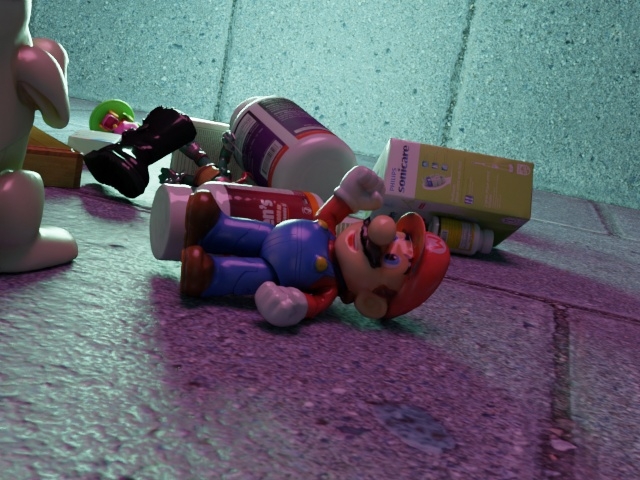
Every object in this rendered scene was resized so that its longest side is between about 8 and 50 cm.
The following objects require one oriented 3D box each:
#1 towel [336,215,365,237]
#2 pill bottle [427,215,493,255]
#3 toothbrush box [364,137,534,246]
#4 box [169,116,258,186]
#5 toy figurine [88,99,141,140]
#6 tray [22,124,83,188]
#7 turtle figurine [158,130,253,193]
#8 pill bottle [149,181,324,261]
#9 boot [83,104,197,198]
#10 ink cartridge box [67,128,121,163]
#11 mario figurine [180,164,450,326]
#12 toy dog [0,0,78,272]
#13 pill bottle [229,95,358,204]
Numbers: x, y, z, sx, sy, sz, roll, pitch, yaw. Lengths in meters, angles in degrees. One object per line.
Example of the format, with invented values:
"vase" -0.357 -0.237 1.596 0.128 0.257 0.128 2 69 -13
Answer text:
"towel" -0.015 -0.012 1.398 0.248 0.038 0.325 10 11 -5
"pill bottle" 0.262 -0.006 1.545 0.116 0.065 0.065 10 11 -4
"toothbrush box" 0.245 -0.088 1.609 0.283 0.122 0.206 11 -17 -5
"box" -0.184 -0.193 1.894 0.311 0.147 0.121 9 10 -14
"toy figurine" -0.518 -0.281 2.216 0.173 0.130 0.159 33 5 -46
"tray" -0.634 -0.186 1.638 0.203 0.076 0.411 3 14 -33
"turtle figurine" -0.234 -0.133 1.635 0.175 0.118 0.234 -39 30 -18
"pill bottle" -0.110 -0.016 1.110 0.221 0.121 0.121 4 12 -26
"boot" -0.327 -0.180 1.580 0.207 0.094 0.246 -36 27 -21
"ink cartridge box" -0.525 -0.216 1.917 0.104 0.060 0.180 8 11 -9
"mario figurine" 0.000 0.000 0.971 0.321 0.198 0.170 4 -1 -9
"toy dog" -0.443 -0.182 0.902 0.285 0.407 0.395 12 11 14
"pill bottle" -0.070 -0.181 1.678 0.182 0.181 0.323 3 27 -32
